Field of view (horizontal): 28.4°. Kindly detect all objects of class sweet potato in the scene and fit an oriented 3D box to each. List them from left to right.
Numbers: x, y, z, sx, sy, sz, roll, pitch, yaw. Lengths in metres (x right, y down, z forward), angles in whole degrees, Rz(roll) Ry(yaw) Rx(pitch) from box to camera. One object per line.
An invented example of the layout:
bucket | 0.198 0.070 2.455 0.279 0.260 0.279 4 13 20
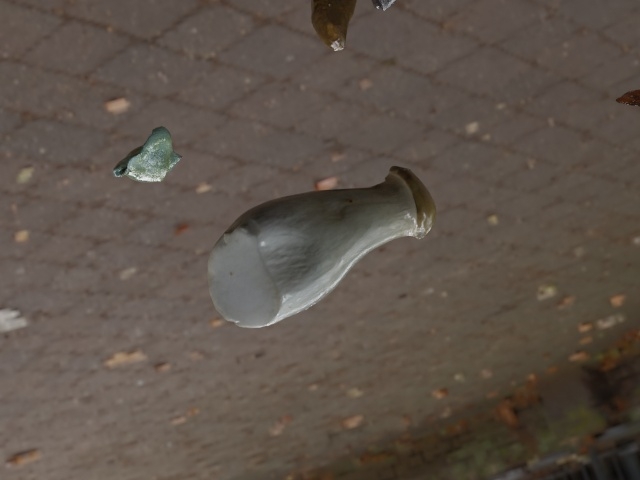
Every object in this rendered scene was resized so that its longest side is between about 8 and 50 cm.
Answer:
sweet potato | 0.017 -0.421 1.988 0.097 0.292 0.097 -9 160 -3

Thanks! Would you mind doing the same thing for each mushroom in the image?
mushroom | 0.000 0.000 1.192 0.225 0.116 0.093 -28 149 -26

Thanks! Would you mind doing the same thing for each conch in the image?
conch | -0.257 -0.127 1.956 0.088 0.065 0.180 -39 172 24

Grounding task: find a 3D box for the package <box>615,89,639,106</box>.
package | 0.441 -0.187 1.614 0.110 0.077 0.033 -11 123 -33

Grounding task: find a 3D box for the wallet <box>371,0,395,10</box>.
wallet | 0.139 -0.483 1.845 0.221 0.071 0.262 -42 149 -11
